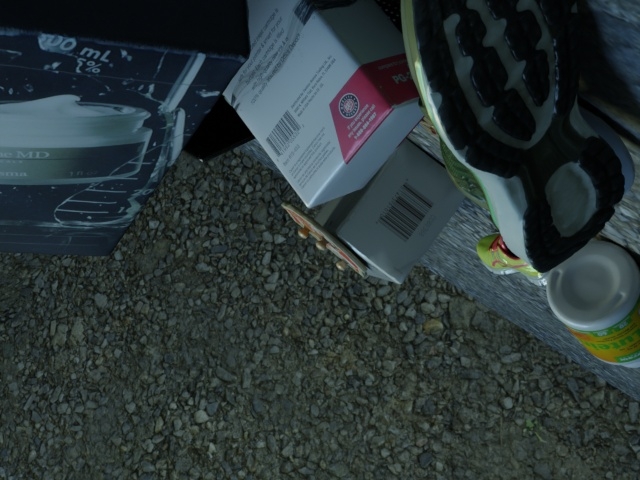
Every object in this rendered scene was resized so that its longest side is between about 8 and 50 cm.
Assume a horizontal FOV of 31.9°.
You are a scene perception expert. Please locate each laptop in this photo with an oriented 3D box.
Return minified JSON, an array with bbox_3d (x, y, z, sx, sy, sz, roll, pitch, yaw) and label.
[{"bbox_3d":[-0.150,-0.212,2.399,0.382,0.407,0.236,31,141,49],"label":"laptop"}]

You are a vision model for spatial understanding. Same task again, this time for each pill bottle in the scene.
[{"bbox_3d":[0.442,0.107,1.684,0.136,0.136,0.245,33,176,39],"label":"pill bottle"}]

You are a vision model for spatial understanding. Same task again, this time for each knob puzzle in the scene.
[{"bbox_3d":[0.000,0.000,1.943,0.213,0.030,0.213,41,176,3],"label":"knob puzzle"}]

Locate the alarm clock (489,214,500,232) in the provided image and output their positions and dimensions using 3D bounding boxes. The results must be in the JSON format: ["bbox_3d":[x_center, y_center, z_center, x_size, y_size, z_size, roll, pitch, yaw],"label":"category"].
[{"bbox_3d":[0.334,-0.016,1.723,0.129,0.064,0.192,37,173,-29],"label":"alarm clock"}]

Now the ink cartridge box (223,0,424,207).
[{"bbox_3d":[-0.011,-0.183,1.171,0.100,0.172,0.237,-23,-109,-46],"label":"ink cartridge box"}]

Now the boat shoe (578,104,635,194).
[{"bbox_3d":[0.227,-0.123,1.171,0.228,0.080,0.076,31,-162,6],"label":"boat shoe"}]

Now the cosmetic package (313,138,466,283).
[{"bbox_3d":[0.114,-0.054,2.068,0.156,0.217,0.385,37,175,-8],"label":"cosmetic package"}]

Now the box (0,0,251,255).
[{"bbox_3d":[-0.374,-0.203,1.044,0.479,0.298,0.472,3,156,-24],"label":"box"}]

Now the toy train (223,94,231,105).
[{"bbox_3d":[-0.140,-0.312,1.693,0.190,0.142,0.334,45,177,5],"label":"toy train"}]

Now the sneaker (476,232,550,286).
[{"bbox_3d":[0.340,0.012,1.986,0.094,0.081,0.208,45,166,-27],"label":"sneaker"}]

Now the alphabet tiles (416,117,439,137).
[{"bbox_3d":[0.148,-0.187,1.580,0.198,0.009,0.237,38,176,-36],"label":"alphabet tiles"}]

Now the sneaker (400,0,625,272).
[{"bbox_3d":[0.131,-0.131,0.996,0.182,0.158,0.410,38,166,40],"label":"sneaker"}]

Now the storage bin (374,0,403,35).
[{"bbox_3d":[0.052,-0.229,1.276,0.180,0.084,0.122,32,175,34],"label":"storage bin"}]
